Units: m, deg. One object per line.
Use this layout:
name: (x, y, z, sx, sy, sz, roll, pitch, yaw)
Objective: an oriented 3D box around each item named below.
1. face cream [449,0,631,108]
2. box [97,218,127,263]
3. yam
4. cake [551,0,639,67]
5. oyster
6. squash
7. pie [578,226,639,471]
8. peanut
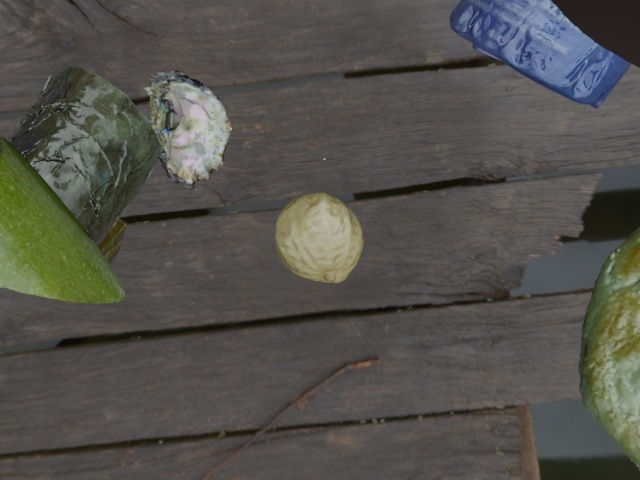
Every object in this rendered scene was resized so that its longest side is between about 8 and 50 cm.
face cream: (0.325, -0.322, 0.869, 0.249, 0.249, 0.225, 26, 112, -3)
box: (-0.557, 0.042, 1.654, 0.030, 0.193, 0.121, 28, 129, -2)
yam: (-0.364, -0.094, 0.922, 0.202, 0.201, 0.271, 40, 64, -19)
cake: (0.226, -0.183, 0.326, 0.207, 0.185, 0.178, 26, 98, -41)
oyster: (-0.296, -0.248, 1.429, 0.092, 0.260, 0.198, 22, 60, 35)
squash: (-0.354, 0.023, 0.725, 0.189, 0.189, 0.260, -18, 131, 3)
pie: (0.229, 0.057, 0.344, 0.041, 0.187, 0.187, 24, 99, -44)
peanut: (0.000, 0.000, 1.052, 0.140, 0.109, 0.159, -15, 124, 36)
